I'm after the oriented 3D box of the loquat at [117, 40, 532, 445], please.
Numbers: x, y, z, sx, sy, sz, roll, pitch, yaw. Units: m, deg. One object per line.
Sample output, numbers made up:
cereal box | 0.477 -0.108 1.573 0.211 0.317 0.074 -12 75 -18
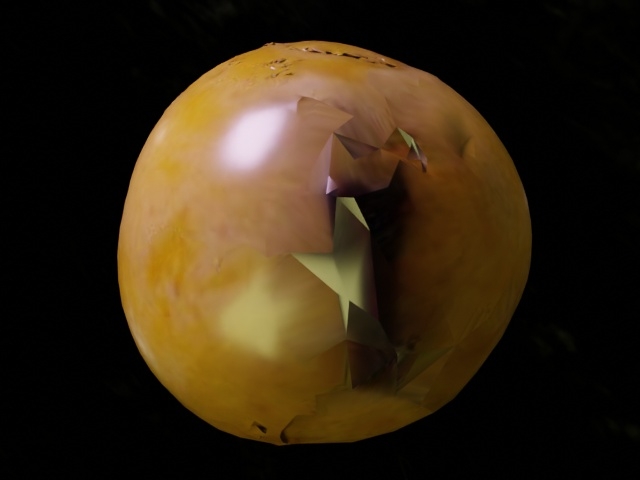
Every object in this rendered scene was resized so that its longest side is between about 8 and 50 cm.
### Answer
loquat | 0.000 0.000 1.086 0.235 0.235 0.235 24 136 26
